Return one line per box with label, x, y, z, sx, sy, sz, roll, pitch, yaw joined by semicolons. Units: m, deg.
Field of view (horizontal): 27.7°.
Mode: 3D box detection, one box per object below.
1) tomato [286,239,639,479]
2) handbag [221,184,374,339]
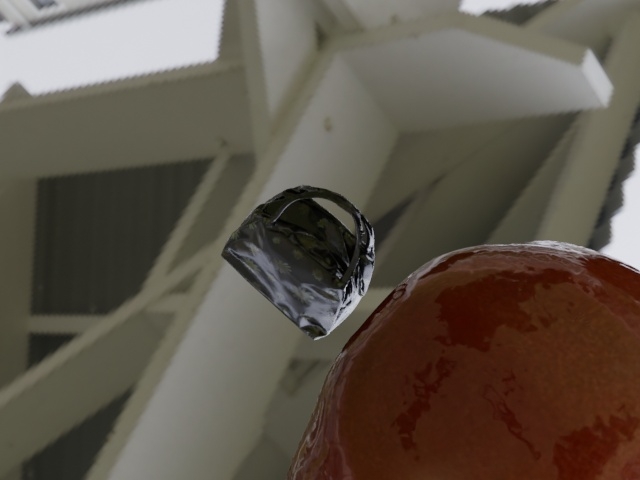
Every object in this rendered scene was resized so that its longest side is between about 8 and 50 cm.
tomato;0.141;0.175;0.949;0.273;0.341;0.341;34;-104;30
handbag;0.000;0.000;1.020;0.072;0.115;0.139;-45;178;-33
